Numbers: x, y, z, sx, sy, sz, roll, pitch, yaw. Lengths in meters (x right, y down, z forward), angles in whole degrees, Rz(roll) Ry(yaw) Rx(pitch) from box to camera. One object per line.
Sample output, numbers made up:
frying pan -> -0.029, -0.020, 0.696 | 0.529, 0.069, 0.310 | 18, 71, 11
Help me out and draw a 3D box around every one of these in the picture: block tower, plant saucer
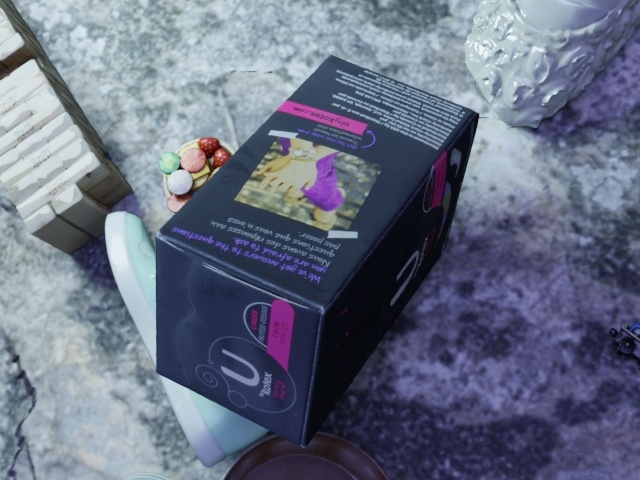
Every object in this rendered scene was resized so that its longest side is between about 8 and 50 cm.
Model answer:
block tower -> -0.306, -0.150, 1.119 | 0.091, 0.097, 0.335 | -35, 73, 1
plant saucer -> -0.011, 0.243, 0.950 | 0.168, 0.029, 0.168 | 7, 62, -13

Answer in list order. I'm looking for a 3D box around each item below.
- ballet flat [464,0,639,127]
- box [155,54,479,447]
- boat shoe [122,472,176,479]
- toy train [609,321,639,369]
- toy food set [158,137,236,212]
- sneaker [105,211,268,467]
ballet flat -> 0.264, -0.292, 1.022 | 0.147, 0.147, 0.409 | 36, 85, 18
box -> 0.000, 0.000, 0.915 | 0.143, 0.165, 0.270 | 24, 47, 17
boat shoe -> -0.098, 0.281, 0.959 | 0.079, 0.081, 0.227 | -45, 73, -4
toy train -> 0.311, 0.117, 0.951 | 0.158, 0.027, 0.036 | 37, 81, 18
toy food set -> -0.113, -0.060, 1.091 | 0.082, 0.020, 0.083 | -27, 71, 3
sneaker -> -0.089, 0.060, 1.022 | 0.151, 0.094, 0.256 | -27, 66, -8
